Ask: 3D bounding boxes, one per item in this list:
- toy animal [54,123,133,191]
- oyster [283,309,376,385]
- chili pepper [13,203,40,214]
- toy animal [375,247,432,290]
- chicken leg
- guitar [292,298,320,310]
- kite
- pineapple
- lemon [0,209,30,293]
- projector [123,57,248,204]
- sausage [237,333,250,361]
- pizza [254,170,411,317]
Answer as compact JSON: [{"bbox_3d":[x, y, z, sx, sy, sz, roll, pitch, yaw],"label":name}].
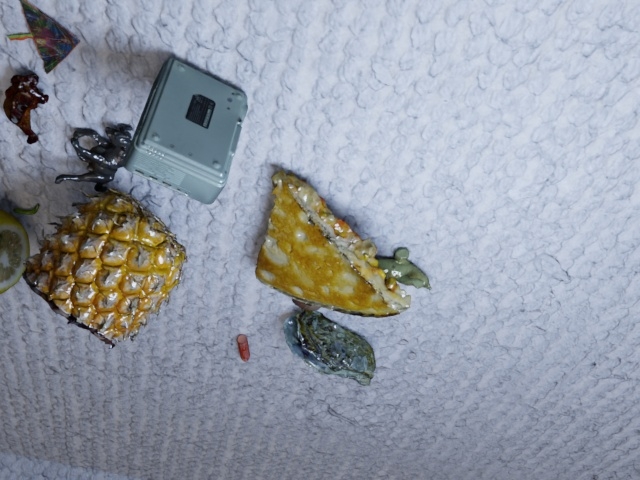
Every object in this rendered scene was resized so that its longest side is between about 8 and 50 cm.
[{"bbox_3d":[-0.504,-0.180,1.740,0.148,0.085,0.233,22,137,-18],"label":"toy animal"},{"bbox_3d":[0.044,0.324,2.193,0.351,0.162,0.158,38,154,-29],"label":"oyster"},{"bbox_3d":[-0.756,-0.078,1.974,0.083,0.017,0.030,-3,139,17],"label":"chili pepper"},{"bbox_3d":[0.181,0.076,1.927,0.218,0.103,0.101,7,161,0],"label":"toy animal"},{"bbox_3d":[-0.644,-0.287,1.662,0.089,0.048,0.219,24,140,-14],"label":"chicken leg"},{"bbox_3d":[0.007,0.110,2.032,0.083,0.038,0.271,21,143,-16],"label":"guitar"},{"bbox_3d":[-0.552,-0.404,1.525,0.159,0.010,0.190,7,140,6],"label":"kite"},{"bbox_3d":[-0.495,0.049,1.810,0.352,0.300,0.352,39,175,4],"label":"pineapple"},{"bbox_3d":[-0.890,0.025,1.962,0.219,0.241,0.240,9,144,21],"label":"lemon"},{"bbox_3d":[-0.253,-0.218,1.496,0.191,0.257,0.099,25,139,-19],"label":"projector"},{"bbox_3d":[-0.238,0.339,2.379,0.034,0.034,0.129,6,143,4],"label":"sausage"},{"bbox_3d":[0.000,0.000,1.807,0.439,0.130,0.406,9,131,34],"label":"pizza"}]
